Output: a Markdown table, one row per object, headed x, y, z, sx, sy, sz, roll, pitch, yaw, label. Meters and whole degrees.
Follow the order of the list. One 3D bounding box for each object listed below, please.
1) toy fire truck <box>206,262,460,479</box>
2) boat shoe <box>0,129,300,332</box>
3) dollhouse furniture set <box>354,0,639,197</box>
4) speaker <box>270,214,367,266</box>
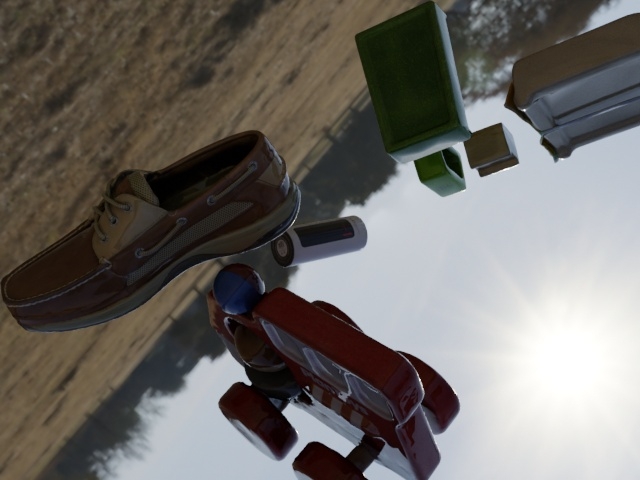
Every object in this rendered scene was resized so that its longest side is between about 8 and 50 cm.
| x | y | z | sx | sy | sz | roll | pitch | yaw | label |
| --- | --- | --- | --- | --- | --- | --- | --- | --- | --- |
| -0.006 | 0.130 | 0.859 | 0.169 | 0.302 | 0.254 | -44 | 140 | -21 | toy fire truck |
| -0.183 | -0.023 | 0.877 | 0.324 | 0.120 | 0.122 | -27 | -138 | -10 | boat shoe |
| 0.224 | -0.183 | 0.922 | 0.301 | 0.151 | 0.197 | -19 | 159 | 24 | dollhouse furniture set |
| 0.000 | 0.000 | 1.174 | 0.136 | 0.055 | 0.055 | -11 | 156 | -38 | speaker |
